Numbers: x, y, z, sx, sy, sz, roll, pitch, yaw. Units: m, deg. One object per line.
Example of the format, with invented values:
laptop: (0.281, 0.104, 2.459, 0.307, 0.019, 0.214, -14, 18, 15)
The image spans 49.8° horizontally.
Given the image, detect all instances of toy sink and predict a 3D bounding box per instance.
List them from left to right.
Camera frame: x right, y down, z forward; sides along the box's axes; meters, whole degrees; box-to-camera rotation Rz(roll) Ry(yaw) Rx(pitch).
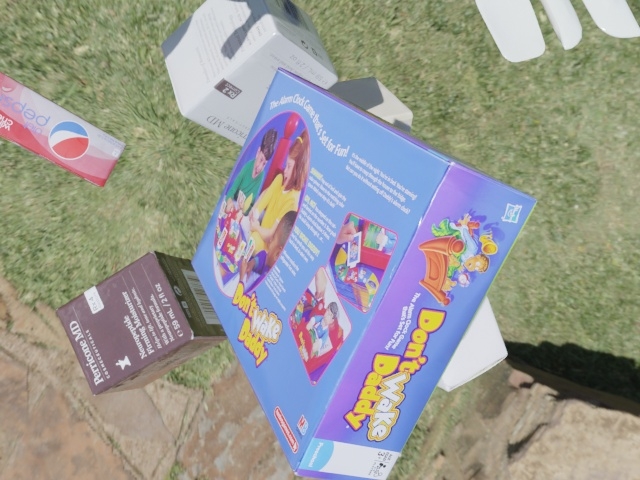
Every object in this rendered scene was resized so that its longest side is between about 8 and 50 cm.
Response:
toy sink: (0.029, -0.200, 1.293, 0.234, 0.153, 0.131, -15, 133, -22)

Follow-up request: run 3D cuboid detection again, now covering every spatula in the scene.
spatula: (0.220, -0.302, 0.728, 0.168, 0.019, 0.242, -16, 74, -10)

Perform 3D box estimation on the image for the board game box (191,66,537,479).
board game box: (0.000, 0.000, 0.598, 0.078, 0.347, 0.233, 19, 104, -28)

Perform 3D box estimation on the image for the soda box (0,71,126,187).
soda box: (-0.471, -0.191, 1.163, 0.263, 0.083, 0.092, 30, 83, -28)

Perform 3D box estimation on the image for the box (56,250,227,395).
box: (-0.303, 0.145, 1.200, 0.203, 0.167, 0.168, -31, 78, 7)

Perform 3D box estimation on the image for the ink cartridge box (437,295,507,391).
ink cartridge box: (0.146, 0.094, 1.095, 0.117, 0.283, 0.207, -25, 102, -17)

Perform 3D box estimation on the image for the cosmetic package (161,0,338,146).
cosmetic package: (-0.105, -0.260, 1.004, 0.183, 0.151, 0.151, -36, 147, 23)
